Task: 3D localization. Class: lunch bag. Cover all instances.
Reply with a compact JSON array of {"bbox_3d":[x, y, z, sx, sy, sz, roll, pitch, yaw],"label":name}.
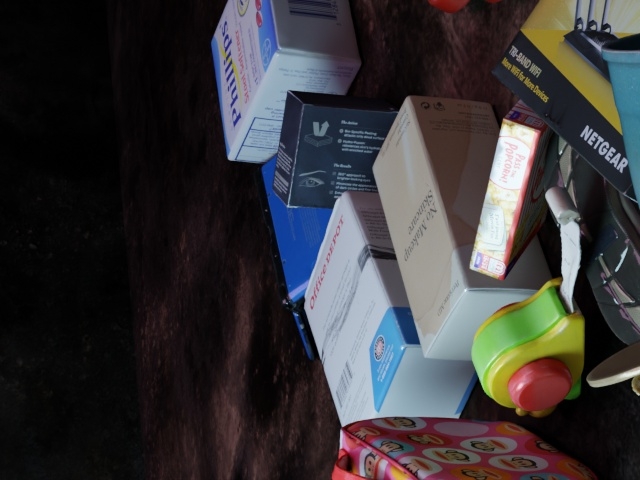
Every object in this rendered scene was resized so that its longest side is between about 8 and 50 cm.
[{"bbox_3d":[0.140,0.275,1.657,0.293,0.258,0.120,-157,71,-69],"label":"lunch bag"}]

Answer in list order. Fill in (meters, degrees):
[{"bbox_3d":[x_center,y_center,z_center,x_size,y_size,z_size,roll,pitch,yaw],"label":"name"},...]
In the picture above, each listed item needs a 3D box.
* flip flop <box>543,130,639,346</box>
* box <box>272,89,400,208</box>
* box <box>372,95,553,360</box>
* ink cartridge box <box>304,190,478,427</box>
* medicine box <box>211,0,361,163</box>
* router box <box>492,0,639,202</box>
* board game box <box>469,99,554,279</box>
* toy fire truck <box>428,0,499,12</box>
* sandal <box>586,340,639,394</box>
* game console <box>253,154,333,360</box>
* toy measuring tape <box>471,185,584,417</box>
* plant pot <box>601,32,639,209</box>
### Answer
[{"bbox_3d":[0.309,-0.020,1.516,0.112,0.080,0.277,-51,54,52],"label":"flip flop"},{"bbox_3d":[0.024,-0.130,2.186,0.093,0.156,0.158,-132,49,-64],"label":"box"},{"bbox_3d":[0.170,-0.016,1.818,0.148,0.121,0.311,115,151,-44],"label":"box"},{"bbox_3d":[0.093,0.114,1.997,0.307,0.129,0.223,-109,29,-46],"label":"ink cartridge box"},{"bbox_3d":[-0.064,-0.311,2.463,0.289,0.149,0.263,121,146,-50],"label":"medicine box"},{"bbox_3d":[0.312,-0.188,1.396,0.243,0.081,0.309,-57,29,14],"label":"router box"},{"bbox_3d":[0.225,-0.074,1.638,0.147,0.045,0.193,-48,-27,-50],"label":"board game box"},{"bbox_3d":[0.172,-0.438,1.854,0.253,0.169,0.302,-69,20,-5],"label":"toy fire truck"},{"bbox_3d":[0.349,0.120,1.377,0.079,0.088,0.240,55,139,0],"label":"sandal"},{"bbox_3d":[0.000,0.000,2.421,0.250,0.173,0.293,-36,47,25],"label":"game console"},{"bbox_3d":[0.214,0.082,1.561,0.330,0.121,0.121,80,175,-46],"label":"toy measuring tape"},{"bbox_3d":[0.362,-0.040,1.123,0.272,0.272,0.255,-160,60,-69],"label":"plant pot"}]
